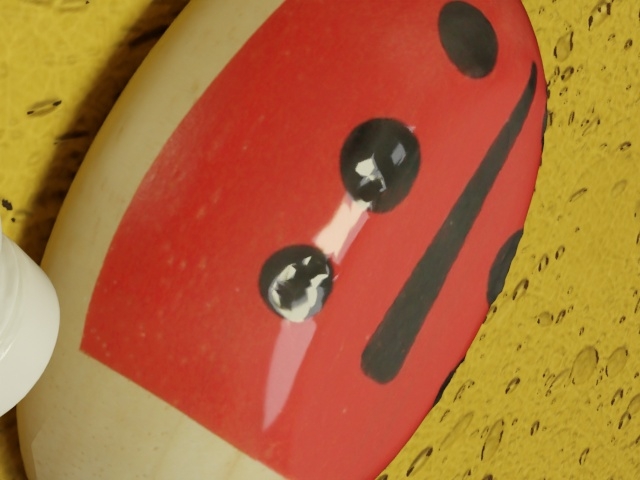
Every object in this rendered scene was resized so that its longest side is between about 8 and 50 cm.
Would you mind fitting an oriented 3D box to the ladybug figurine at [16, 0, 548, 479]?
[{"bbox_3d":[0.000,0.000,1.116,0.305,0.162,0.449,32,84,-52],"label":"ladybug figurine"}]

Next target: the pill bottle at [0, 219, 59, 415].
[{"bbox_3d":[-0.223,-0.003,0.877,0.131,0.131,0.229,-56,141,-12],"label":"pill bottle"}]
